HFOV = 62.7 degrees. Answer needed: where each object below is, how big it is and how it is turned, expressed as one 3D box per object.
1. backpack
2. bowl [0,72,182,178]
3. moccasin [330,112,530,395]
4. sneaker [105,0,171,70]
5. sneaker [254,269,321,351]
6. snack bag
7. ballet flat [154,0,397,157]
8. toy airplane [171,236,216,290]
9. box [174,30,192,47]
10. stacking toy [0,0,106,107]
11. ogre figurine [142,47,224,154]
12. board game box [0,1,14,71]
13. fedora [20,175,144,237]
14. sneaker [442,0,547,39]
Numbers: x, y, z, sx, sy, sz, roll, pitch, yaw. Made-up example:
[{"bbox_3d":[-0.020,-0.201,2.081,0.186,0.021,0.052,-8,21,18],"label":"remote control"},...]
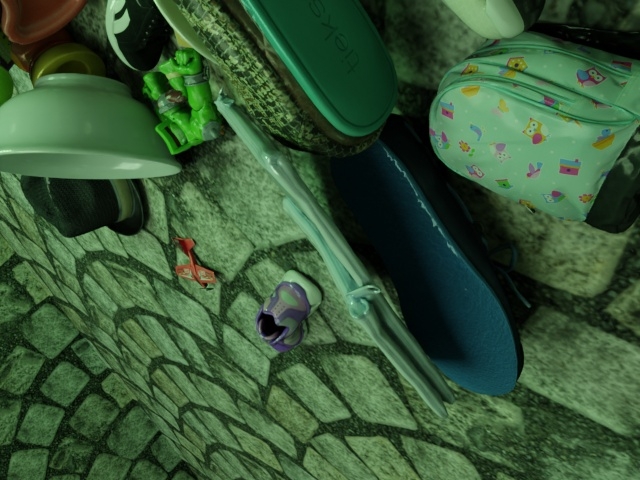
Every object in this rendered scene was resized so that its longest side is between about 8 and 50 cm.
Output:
[{"bbox_3d":[0.182,-0.095,0.417,0.182,0.115,0.152,32,146,25],"label":"backpack"},{"bbox_3d":[-0.374,-0.178,0.835,0.298,0.297,0.134,-2,90,48],"label":"bowl"},{"bbox_3d":[0.143,0.010,0.572,0.137,0.117,0.342,-12,112,39],"label":"moccasin"},{"bbox_3d":[-0.204,-0.284,0.665,0.121,0.079,0.217,39,144,14],"label":"sneaker"},{"bbox_3d":[-0.077,0.150,0.954,0.095,0.104,0.236,37,146,11],"label":"sneaker"},{"bbox_3d":[0.000,0.000,0.590,0.342,0.037,0.323,54,180,-29],"label":"snack bag"},{"bbox_3d":[-0.109,-0.259,0.385,0.182,0.164,0.483,10,142,47],"label":"ballet flat"},{"bbox_3d":[-0.276,0.048,1.129,0.151,0.028,0.151,27,140,25],"label":"toy airplane"},{"bbox_3d":[-0.095,-0.288,0.535,0.130,0.091,0.170,22,140,31],"label":"box"},{"bbox_3d":[-0.480,-0.320,0.765,0.130,0.279,0.309,52,148,12],"label":"stacking toy"},{"bbox_3d":[-0.197,-0.190,0.745,0.197,0.097,0.118,-9,107,38],"label":"ogre figurine"},{"bbox_3d":[-0.540,-0.328,0.773,0.056,0.208,0.347,28,168,-9],"label":"board game box"},{"bbox_3d":[-0.531,-0.112,1.128,0.334,0.152,0.334,28,142,24],"label":"fedora"},{"bbox_3d":[0.060,-0.267,0.394,0.292,0.110,0.118,54,155,1],"label":"sneaker"}]
